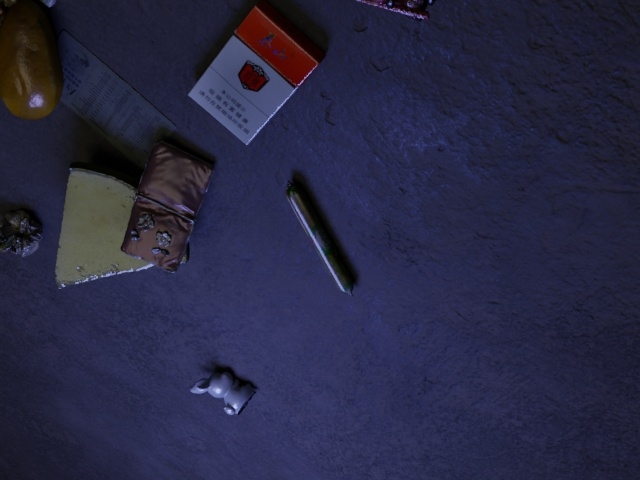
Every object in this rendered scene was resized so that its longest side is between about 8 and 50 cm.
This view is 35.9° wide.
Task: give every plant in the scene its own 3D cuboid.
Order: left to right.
[{"bbox_3d":[-0.665,-0.004,2.124,0.104,0.122,0.116,54,142,-6],"label":"plant"}]

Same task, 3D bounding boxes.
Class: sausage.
[{"bbox_3d":[0.000,0.000,1.793,0.032,0.033,0.269,-8,124,35],"label":"sausage"}]

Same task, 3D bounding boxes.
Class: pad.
[{"bbox_3d":[-0.399,-0.253,1.816,0.265,0.009,0.159,41,136,-9],"label":"pad"}]

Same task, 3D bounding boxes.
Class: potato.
[{"bbox_3d":[-0.372,-0.012,1.935,0.255,0.112,0.270,14,115,1],"label":"potato"}]

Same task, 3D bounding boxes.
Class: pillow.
[{"bbox_3d":[-0.285,-0.062,1.830,0.126,0.043,0.233,21,107,-1],"label":"pillow"}]

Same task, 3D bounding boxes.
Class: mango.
[{"bbox_3d":[-0.514,-0.316,1.747,0.147,0.109,0.227,47,138,34],"label":"mango"}]

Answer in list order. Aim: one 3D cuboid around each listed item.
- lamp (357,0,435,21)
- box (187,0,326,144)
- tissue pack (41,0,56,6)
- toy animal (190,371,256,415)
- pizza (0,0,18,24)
[{"bbox_3d":[0.043,-0.385,1.354,0.253,0.118,0.118,18,136,6],"label":"lamp"},{"bbox_3d":[-0.108,-0.269,1.610,0.139,0.035,0.245,42,137,-9],"label":"box"},{"bbox_3d":[-0.492,-0.450,1.678,0.108,0.023,0.056,37,137,-3],"label":"tissue pack"},{"bbox_3d":[-0.216,0.333,2.200,0.124,0.085,0.071,39,155,2],"label":"toy animal"},{"bbox_3d":[-0.626,-0.419,1.760,0.198,0.062,0.188,4,132,26],"label":"pizza"}]
